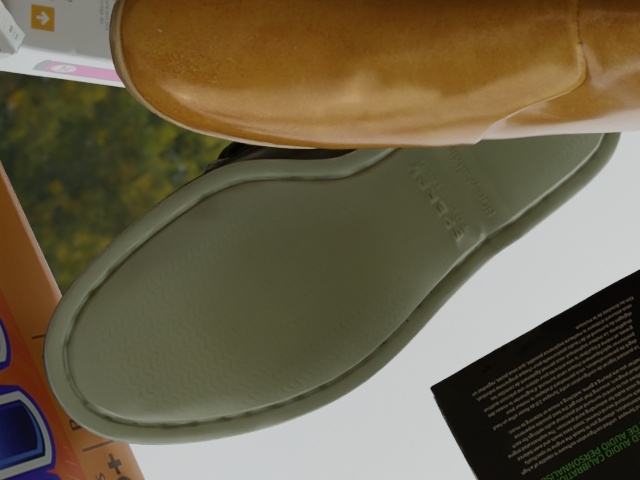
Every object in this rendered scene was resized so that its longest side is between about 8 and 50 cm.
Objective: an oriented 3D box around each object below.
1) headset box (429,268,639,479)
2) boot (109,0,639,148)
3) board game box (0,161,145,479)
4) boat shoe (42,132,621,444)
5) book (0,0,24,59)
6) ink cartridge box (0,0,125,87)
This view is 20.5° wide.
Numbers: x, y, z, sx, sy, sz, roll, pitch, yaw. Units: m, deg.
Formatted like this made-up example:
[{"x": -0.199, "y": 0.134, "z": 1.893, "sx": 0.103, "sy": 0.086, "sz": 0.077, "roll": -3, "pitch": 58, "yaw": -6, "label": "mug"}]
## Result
[{"x": 0.191, "y": 0.189, "z": 0.771, "sx": 0.131, "sy": 0.246, "sz": 0.283, "roll": -30, "pitch": -124, "yaw": 4, "label": "headset box"}, {"x": 0.086, "y": -0.086, "z": 0.665, "sx": 0.295, "sy": 0.104, "sz": 0.211, "roll": -4, "pitch": -173, "yaw": -20, "label": "boot"}, {"x": -0.329, "y": 0.152, "z": 0.809, "sx": 0.356, "sy": 0.356, "sz": 0.356, "roll": -30, "pitch": 172, "yaw": 27, "label": "board game box"}, {"x": -0.002, "y": -0.004, "z": 0.900, "sx": 0.340, "sy": 0.127, "sz": 0.113, "roll": -37, "pitch": -170, "yaw": -24, "label": "boat shoe"}, {"x": -0.242, "y": -0.147, "z": 0.974, "sx": 0.096, "sy": 0.144, "sz": 0.035, "roll": -14, "pitch": -139, "yaw": 21, "label": "book"}, {"x": -0.077, "y": -0.197, "z": 1.337, "sx": 0.371, "sy": 0.175, "sz": 0.069, "roll": 5, "pitch": 166, "yaw": -29, "label": "ink cartridge box"}]
